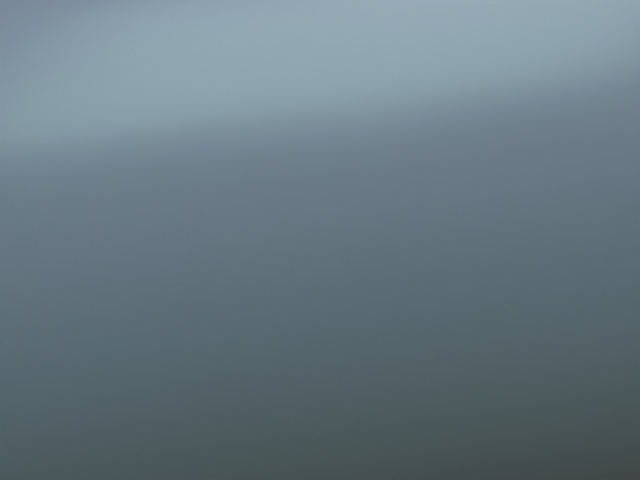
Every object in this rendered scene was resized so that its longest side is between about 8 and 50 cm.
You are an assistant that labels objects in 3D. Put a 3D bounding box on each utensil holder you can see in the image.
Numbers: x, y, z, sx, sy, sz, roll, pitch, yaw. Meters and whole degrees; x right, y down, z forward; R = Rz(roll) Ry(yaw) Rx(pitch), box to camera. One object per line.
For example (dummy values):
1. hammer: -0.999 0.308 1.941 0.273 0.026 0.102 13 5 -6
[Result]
1. utensil holder: 0.000 0.000 0.462 0.385 0.327 0.327 -8 41 -2
